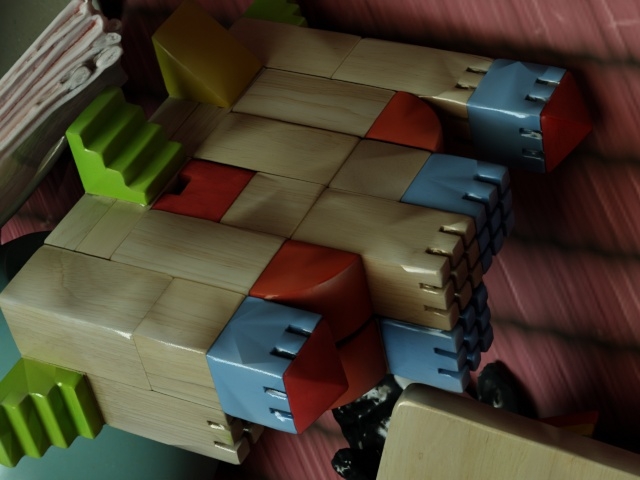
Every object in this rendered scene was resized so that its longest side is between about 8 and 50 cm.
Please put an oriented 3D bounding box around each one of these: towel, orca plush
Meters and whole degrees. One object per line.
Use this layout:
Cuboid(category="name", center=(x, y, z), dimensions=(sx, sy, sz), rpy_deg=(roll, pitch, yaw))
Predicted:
Cuboid(category="towel", center=(-0.243, -0.020, 1.106), dimensions=(0.053, 0.317, 0.332), rpy_deg=(42, 177, -7))
Cuboid(category="orca plush", center=(0.051, 0.124, 1.153), dimensions=(0.151, 0.102, 0.287), rpy_deg=(-28, 86, 45))

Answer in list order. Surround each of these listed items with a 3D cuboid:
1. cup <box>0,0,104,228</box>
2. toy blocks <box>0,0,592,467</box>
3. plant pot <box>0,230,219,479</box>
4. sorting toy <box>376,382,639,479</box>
Cuboid(category="cup", center=(-0.363, -0.139, 1.259), dimensions=(0.237, 0.331, 0.331), rpy_deg=(41, 129, 18))
Cuboid(category="toy blocks", center=(0.000, 0.000, 1.012), dimensions=(0.261, 0.381, 0.190), rpy_deg=(13, 137, 27))
Cuboid(category="plant pot", center=(-0.204, 0.137, 1.279), dimensions=(0.293, 0.293, 0.235), rpy_deg=(42, 116, 23))
Cuboid(category="sorting toy", center=(0.155, 0.221, 1.054), dimensions=(0.255, 0.089, 0.257), rpy_deg=(18, 120, 11))
